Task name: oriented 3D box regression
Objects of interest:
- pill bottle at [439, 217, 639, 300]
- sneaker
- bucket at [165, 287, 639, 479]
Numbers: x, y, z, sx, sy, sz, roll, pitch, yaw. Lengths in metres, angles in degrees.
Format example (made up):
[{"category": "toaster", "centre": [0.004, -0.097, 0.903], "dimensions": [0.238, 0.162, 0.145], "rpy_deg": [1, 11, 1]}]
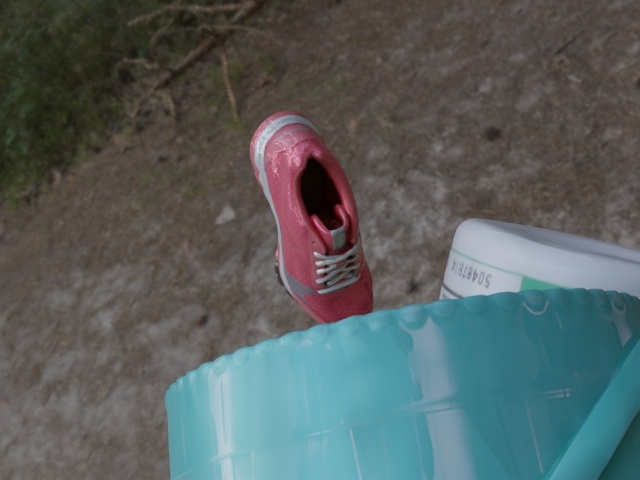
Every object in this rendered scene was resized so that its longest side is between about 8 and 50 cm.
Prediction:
[{"category": "pill bottle", "centre": [0.157, 0.179, 0.649], "dimensions": [0.204, 0.204, 0.361], "rpy_deg": [21, 101, 54]}, {"category": "sneaker", "centre": [-0.001, 0.000, 1.138], "dimensions": [0.116, 0.314, 0.136], "rpy_deg": [-25, 27, -11]}, {"category": "bucket", "centre": [0.058, 0.142, 0.431], "dimensions": [0.281, 0.281, 0.183], "rpy_deg": [-23, 69, 36]}]
